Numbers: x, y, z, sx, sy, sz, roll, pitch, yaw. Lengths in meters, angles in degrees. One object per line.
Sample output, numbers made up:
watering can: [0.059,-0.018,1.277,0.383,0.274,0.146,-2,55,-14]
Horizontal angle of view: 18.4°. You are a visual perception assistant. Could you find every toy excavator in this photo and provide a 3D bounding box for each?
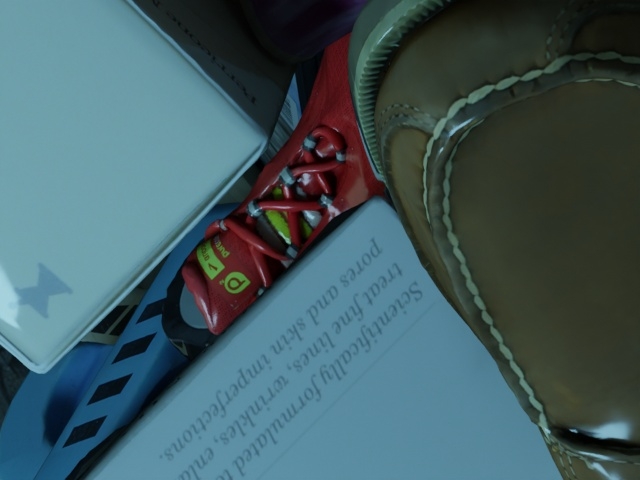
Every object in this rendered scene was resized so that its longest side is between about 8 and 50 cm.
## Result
toy excavator: [-0.086,0.081,1.217,0.445,0.433,0.222,-2,142,49]

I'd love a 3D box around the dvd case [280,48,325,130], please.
dvd case: [-0.073,-0.178,1.076,0.253,0.022,0.180,53,169,20]

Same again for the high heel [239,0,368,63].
high heel: [-0.011,-0.189,0.676,0.117,0.082,0.244,-27,76,38]

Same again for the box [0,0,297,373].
box: [-0.093,-0.087,0.774,0.148,0.121,0.311,43,-164,-12]

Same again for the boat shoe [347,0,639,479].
boat shoe: [0.112,0.039,0.503,0.307,0.110,0.104,42,-151,-45]

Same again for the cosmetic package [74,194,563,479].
cosmetic package: [0.013,0.090,0.709,0.151,0.151,0.183,45,175,-1]

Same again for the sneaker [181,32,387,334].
sneaker: [0.000,0.000,0.859,0.279,0.118,0.107,102,147,-44]

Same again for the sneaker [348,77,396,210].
sneaker: [0.090,0.015,0.736,0.229,0.086,0.132,52,172,15]
